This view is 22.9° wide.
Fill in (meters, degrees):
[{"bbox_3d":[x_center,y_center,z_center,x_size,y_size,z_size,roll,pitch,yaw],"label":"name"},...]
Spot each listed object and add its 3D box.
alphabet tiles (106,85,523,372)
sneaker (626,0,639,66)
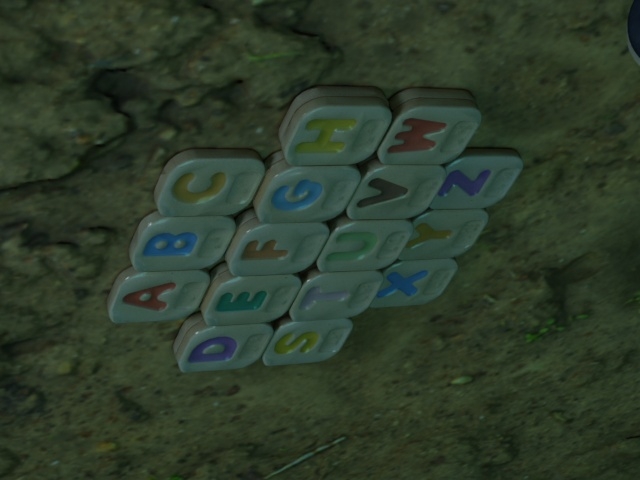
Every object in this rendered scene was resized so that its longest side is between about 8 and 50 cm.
[{"bbox_3d":[0.000,0.000,1.111,0.278,0.021,0.284,-1,140,-29],"label":"alphabet tiles"},{"bbox_3d":[0.286,-0.238,0.883,0.148,0.131,0.350,27,116,-41],"label":"sneaker"}]
